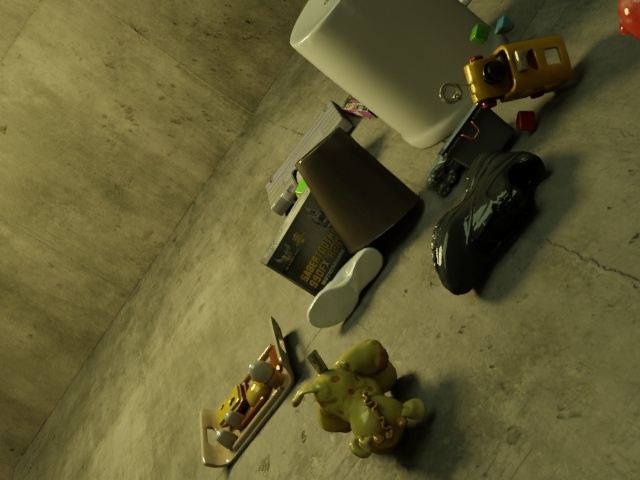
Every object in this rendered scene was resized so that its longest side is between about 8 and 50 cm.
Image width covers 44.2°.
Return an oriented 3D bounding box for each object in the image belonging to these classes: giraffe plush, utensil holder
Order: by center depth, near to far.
[{"bbox_3d":[0.078,0.270,1.273,0.181,0.210,0.170,-53,49,1],"label":"giraffe plush"},{"bbox_3d":[0.170,-0.450,1.783,0.327,0.385,0.328,-47,22,25],"label":"utensil holder"}]

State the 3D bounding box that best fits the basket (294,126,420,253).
[{"bbox_3d":[0.063,-0.116,1.692,0.204,0.227,0.154,-38,8,25],"label":"basket"}]

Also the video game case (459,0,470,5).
[{"bbox_3d":[0.375,-0.677,2.175,0.212,0.023,0.193,-48,22,21],"label":"video game case"}]

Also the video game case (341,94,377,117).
[{"bbox_3d":[0.164,-0.457,2.297,0.210,0.041,0.232,-57,20,-1],"label":"video game case"}]

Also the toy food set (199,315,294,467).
[{"bbox_3d":[-0.180,0.343,1.811,0.306,0.092,0.220,-52,21,11],"label":"toy food set"}]

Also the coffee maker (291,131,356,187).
[{"bbox_3d":[0.027,-0.219,2.141,0.178,0.120,0.171,-31,32,49],"label":"coffee maker"}]

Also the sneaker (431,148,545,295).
[{"bbox_3d":[0.284,-0.040,1.327,0.130,0.109,0.286,-2,59,58],"label":"sneaker"}]

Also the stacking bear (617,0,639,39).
[{"bbox_3d":[0.570,-0.435,1.203,0.289,0.164,0.175,-58,20,10],"label":"stacking bear"}]

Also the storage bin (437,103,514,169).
[{"bbox_3d":[0.302,-0.193,1.503,0.135,0.091,0.098,-55,1,6],"label":"storage bin"}]

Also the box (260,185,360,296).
[{"bbox_3d":[0.000,0.000,1.787,0.231,0.183,0.056,-59,21,-8],"label":"box"}]

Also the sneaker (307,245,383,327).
[{"bbox_3d":[0.052,0.099,1.696,0.212,0.080,0.094,-47,13,1],"label":"sneaker"}]

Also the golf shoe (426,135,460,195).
[{"bbox_3d":[0.274,-0.178,1.608,0.176,0.069,0.086,-49,16,16],"label":"golf shoe"}]

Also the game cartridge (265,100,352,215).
[{"bbox_3d":[-0.039,-0.253,2.432,0.355,0.068,0.230,-51,25,14],"label":"game cartridge"}]

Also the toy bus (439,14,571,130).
[{"bbox_3d":[0.349,-0.309,1.424,0.202,0.190,0.104,-61,5,-13],"label":"toy bus"}]

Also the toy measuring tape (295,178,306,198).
[{"bbox_3d":[0.065,-0.093,1.947,0.330,0.121,0.121,14,70,45],"label":"toy measuring tape"}]
